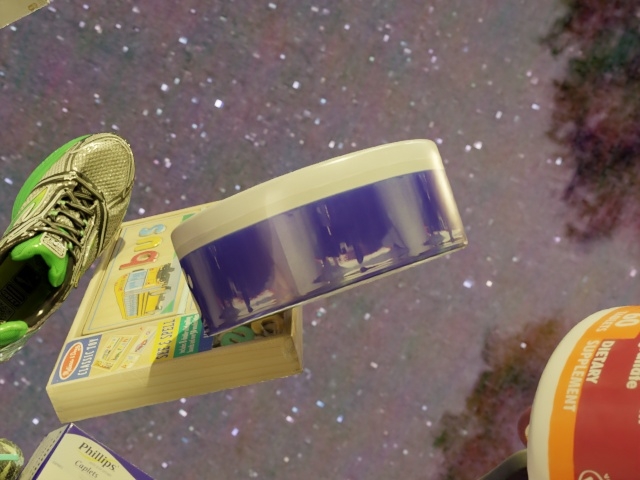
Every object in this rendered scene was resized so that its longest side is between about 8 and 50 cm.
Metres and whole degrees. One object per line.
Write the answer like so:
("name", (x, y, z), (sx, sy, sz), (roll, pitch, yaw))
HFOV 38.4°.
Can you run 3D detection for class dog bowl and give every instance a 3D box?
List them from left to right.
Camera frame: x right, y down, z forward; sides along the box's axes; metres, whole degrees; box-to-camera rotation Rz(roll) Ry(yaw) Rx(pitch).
("dog bowl", (0.000, 0.000, 0.869), (0.265, 0.265, 0.104), (-13, -98, -55))

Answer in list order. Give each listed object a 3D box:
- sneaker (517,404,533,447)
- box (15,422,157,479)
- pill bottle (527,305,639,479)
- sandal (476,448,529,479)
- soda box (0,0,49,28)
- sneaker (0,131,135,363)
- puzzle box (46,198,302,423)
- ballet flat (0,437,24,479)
("sneaker", (0.278, 0.211, 1.012), (0.084, 0.070, 0.185), (-30, 2, -42))
("box", (-0.223, 0.246, 0.890), (0.072, 0.126, 0.137), (-59, 14, -28))
("pill bottle", (0.189, 0.077, 0.303), (0.121, 0.221, 0.121), (6, -99, -36))
("sandal", (0.249, 0.354, 1.252), (0.254, 0.097, 0.054), (109, 161, -53))
("soda box", (-0.382, -0.336, 1.002), (0.074, 0.069, 0.216), (-28, -32, -4))
("sneaker", (-0.318, 0.005, 1.117), (0.134, 0.146, 0.344), (38, -121, -22))
("puzzle box", (-0.159, 0.058, 1.140), (0.409, 0.272, 0.052), (-95, -10, -64))
("ballet flat", (-0.347, 0.242, 0.944), (0.070, 0.070, 0.188), (-40, 5, -35))
